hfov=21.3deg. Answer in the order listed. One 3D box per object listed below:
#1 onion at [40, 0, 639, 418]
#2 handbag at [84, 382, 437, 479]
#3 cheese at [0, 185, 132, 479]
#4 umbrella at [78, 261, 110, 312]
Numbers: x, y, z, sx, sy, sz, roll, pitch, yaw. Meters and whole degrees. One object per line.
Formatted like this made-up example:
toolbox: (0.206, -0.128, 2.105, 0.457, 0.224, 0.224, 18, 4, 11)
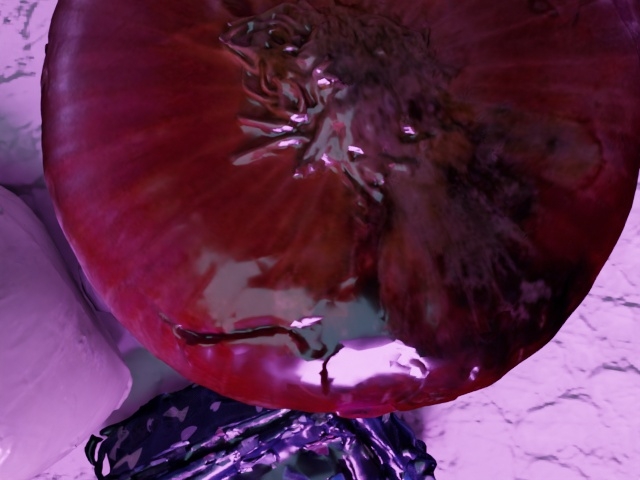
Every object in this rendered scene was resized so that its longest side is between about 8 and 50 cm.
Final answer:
onion: (0.015, -0.071, 0.983, 0.348, 0.285, 0.347, 0, 89, -5)
handbag: (-0.049, 0.177, 1.242, 0.260, 0.113, 0.162, -24, 123, 19)
cheese: (-0.231, 0.079, 1.158, 0.154, 0.189, 0.198, 1, 127, 52)
umbrella: (0.000, 0.000, 1.128, 0.337, 0.073, 0.067, -5, 146, 18)
